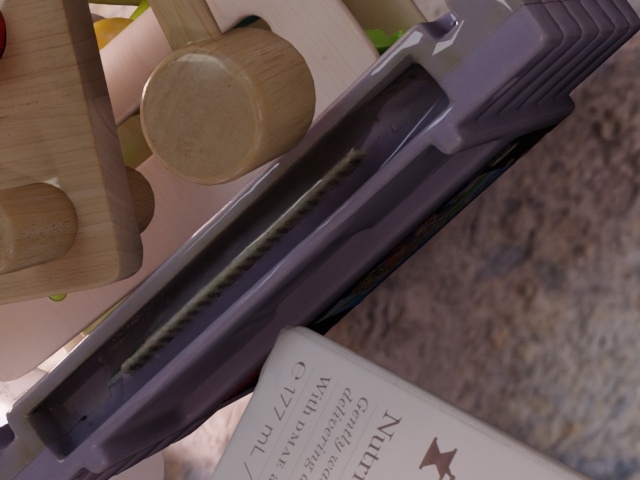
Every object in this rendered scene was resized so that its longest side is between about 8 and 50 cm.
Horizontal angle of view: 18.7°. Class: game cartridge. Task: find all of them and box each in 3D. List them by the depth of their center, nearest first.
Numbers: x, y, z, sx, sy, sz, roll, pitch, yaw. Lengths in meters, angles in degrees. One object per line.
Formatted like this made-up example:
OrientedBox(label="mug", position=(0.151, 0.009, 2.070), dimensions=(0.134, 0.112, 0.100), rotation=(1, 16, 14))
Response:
OrientedBox(label="game cartridge", position=(0.000, 0.000, 0.962), dimensions=(0.355, 0.230, 0.068), rotation=(-43, 78, 20))

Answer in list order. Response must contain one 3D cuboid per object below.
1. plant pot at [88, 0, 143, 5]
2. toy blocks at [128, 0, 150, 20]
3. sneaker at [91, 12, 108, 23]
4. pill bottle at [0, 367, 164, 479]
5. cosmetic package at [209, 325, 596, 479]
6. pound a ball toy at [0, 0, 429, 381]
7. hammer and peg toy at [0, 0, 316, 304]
OrientedBox(label="plant pot", position=(-0.171, -0.256, 1.155), dimensions=(0.275, 0.293, 0.274), rotation=(-15, 65, 35))
OrientedBox(label="toy blocks", position=(-0.048, -0.141, 1.145), dimensions=(0.148, 0.123, 0.054), rotation=(-51, 24, 12))
OrientedBox(label="sneaker", position=(-0.217, -0.135, 1.338), dimensions=(0.099, 0.153, 0.282), rotation=(-64, 12, 1))
OrientedBox(label="pill bottle", position=(-0.166, 0.122, 1.149), dimensions=(0.160, 0.087, 0.087), rotation=(15, 80, 46))
OrientedBox(label="cosmetic package", position=(0.100, 0.209, 0.796), dimensions=(0.385, 0.156, 0.217), rotation=(23, 85, 48))
OrientedBox(label="pound a ball toy", position=(-0.087, -0.048, 1.062), dimensions=(0.319, 0.208, 0.135), rotation=(-38, 82, 21))
OrientedBox(label="hammer and peg toy", position=(-0.171, -0.100, 0.896), dimensions=(0.361, 0.127, 0.266), rotation=(-11, 94, 27))
